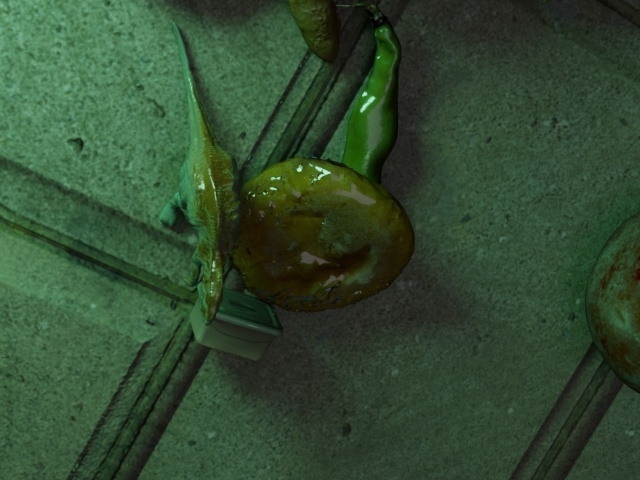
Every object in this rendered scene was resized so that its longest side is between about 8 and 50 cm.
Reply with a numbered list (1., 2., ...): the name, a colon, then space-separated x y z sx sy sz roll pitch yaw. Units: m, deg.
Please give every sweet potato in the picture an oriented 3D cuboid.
1. sweet potato: -0.013 -0.320 1.857 0.068 0.060 0.206 -53 141 -30

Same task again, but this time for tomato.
1. tomato: 0.557 0.094 2.103 0.316 0.282 0.317 -2 102 -9

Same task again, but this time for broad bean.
1. broad bean: 0.064 -0.176 1.940 0.098 0.056 0.318 -9 113 -18

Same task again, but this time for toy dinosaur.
1. toy dinosaur: -0.154 -0.088 1.838 0.092 0.205 0.393 2 89 -14

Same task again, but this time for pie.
1. pie: -0.001 0.000 1.954 0.273 0.069 0.273 0 124 0

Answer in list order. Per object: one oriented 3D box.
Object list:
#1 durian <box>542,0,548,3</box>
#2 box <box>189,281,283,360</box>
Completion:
1. durian: 0.305 -0.418 1.908 0.108 0.119 0.187 10 106 -27
2. box: -0.122 0.115 1.965 0.122 0.089 0.062 20 111 -24
